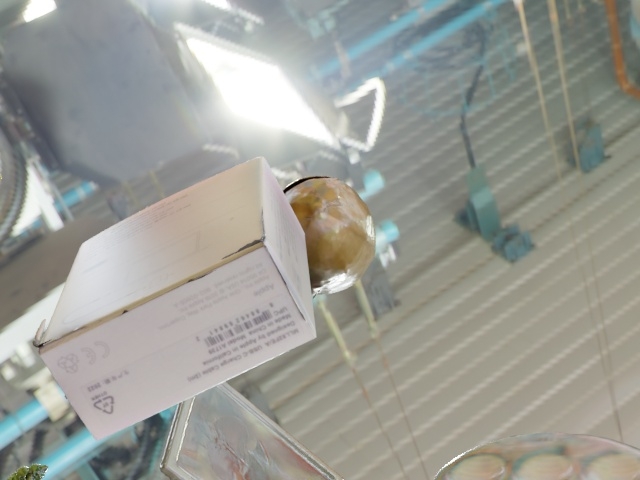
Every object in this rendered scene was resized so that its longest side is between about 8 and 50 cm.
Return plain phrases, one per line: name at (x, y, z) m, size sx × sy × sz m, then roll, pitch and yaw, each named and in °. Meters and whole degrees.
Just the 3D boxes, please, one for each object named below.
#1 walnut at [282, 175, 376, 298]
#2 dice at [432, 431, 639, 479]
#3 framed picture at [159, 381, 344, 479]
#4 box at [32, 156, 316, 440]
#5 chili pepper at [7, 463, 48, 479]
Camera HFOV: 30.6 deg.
walnut at (0.000, 0.000, 1.399) m, size 0.137 × 0.245 × 0.137 m, roll -1°, pitch -112°, yaw 3°
dice at (0.302, 0.466, 1.483) m, size 0.328 × 0.348 × 0.330 m, roll -3°, pitch -162°, yaw 19°
framed picture at (-0.081, 0.309, 1.530) m, size 0.020 × 0.289 × 0.211 m, roll -37°, pitch -158°, yaw 26°
box at (-0.118, 0.038, 1.017) m, size 0.203 × 0.106 × 0.251 m, roll -27°, pitch -160°, yaw 6°
chili pepper at (-0.301, 0.235, 1.128) m, size 0.083 × 0.027 × 0.022 m, roll -15°, pitch 180°, yaw -9°
